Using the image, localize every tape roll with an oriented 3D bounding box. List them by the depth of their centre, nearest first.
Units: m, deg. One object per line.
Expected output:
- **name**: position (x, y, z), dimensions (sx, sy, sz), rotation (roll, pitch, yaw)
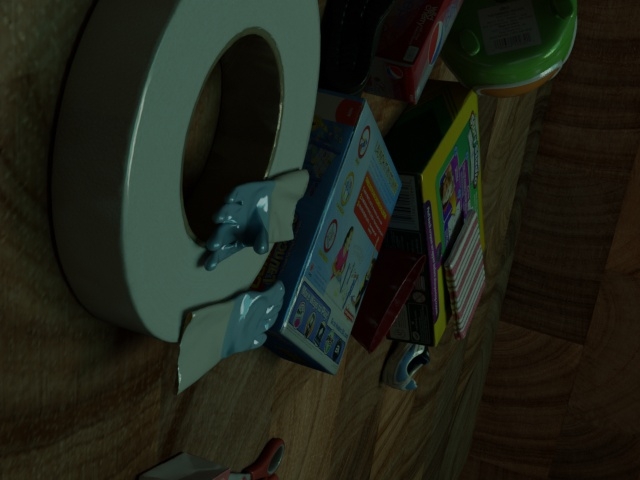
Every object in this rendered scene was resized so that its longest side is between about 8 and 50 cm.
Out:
- **tape roll**: position (-0.106, -0.098, 0.912), dimensions (0.392, 0.072, 0.392), rotation (16, 90, -73)

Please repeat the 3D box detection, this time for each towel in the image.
- **towel**: position (0.253, 0.062, 1.749), dimensions (0.144, 0.029, 0.197), rotation (-60, 148, -40)

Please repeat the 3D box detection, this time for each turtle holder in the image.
- **turtle holder**: position (0.284, -0.382, 1.654), dimensions (0.243, 0.320, 0.227), rotation (-39, 156, -4)

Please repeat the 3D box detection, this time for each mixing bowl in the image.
- **mixing bowl**: position (0.082, 0.079, 1.568), dimensions (0.181, 0.098, 0.181), rotation (-57, 168, -20)

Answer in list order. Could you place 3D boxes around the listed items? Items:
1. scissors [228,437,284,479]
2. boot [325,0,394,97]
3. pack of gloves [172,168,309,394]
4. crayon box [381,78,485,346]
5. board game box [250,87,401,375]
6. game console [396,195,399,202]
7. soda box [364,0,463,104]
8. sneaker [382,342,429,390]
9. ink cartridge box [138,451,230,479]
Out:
- **scissors**: position (-0.108, 0.347, 1.380), dimensions (0.297, 0.021, 0.109), rotation (5, 102, -74)
- **boot**: position (0.045, -0.263, 1.265), dimensions (0.137, 0.076, 0.198), rotation (90, 20, -77)
- **pack of gloves**: position (-0.059, 0.037, 0.983), dimensions (0.232, 0.046, 0.195), rotation (-24, 127, -68)
- **crayon box**: position (0.195, -0.052, 1.742), dimensions (0.313, 0.106, 0.363), rotation (-56, 146, -47)
- **board game box**: position (0.000, 0.000, 1.297), dimensions (0.308, 0.086, 0.302), rotation (54, 54, -68)
- **game console**: position (0.070, -0.009, 1.539), dimensions (0.071, 0.107, 0.122), rotation (62, 38, -25)
- **soda box**: position (0.146, -0.331, 1.458), dimensions (0.092, 0.083, 0.263), rotation (77, 34, -57)
- **sneaker**: position (0.207, 0.218, 2.130), dimensions (0.085, 0.086, 0.237), rotation (75, 34, -56)
- **ink cartridge box**: position (-0.172, 0.353, 1.111), dimensions (0.115, 0.067, 0.198), rotation (-7, 112, -72)
